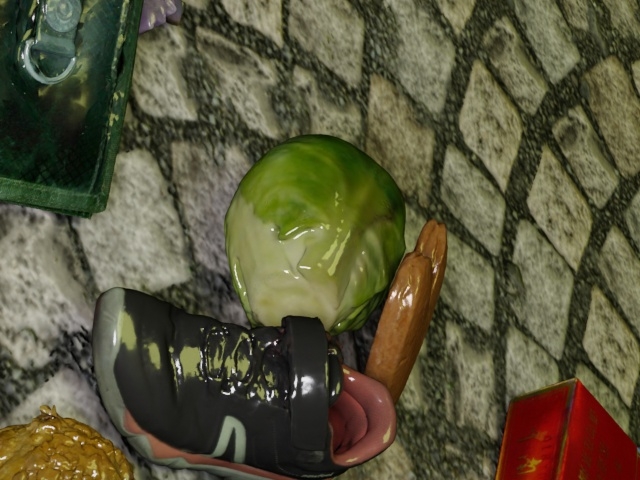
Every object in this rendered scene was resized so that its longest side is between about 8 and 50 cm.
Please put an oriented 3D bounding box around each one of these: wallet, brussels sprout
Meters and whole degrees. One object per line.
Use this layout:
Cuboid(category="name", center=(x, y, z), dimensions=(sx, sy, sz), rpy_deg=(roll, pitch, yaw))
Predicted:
Cuboid(category="wallet", center=(-0.199, -0.140, 1.317), dimensions=(0.160, 0.055, 0.236), rpy_deg=(10, 86, -47))
Cuboid(category="brussels sprout", center=(-0.005, -0.002, 1.498), dimensions=(0.180, 0.144, 0.161), rpy_deg=(-55, 154, -62))

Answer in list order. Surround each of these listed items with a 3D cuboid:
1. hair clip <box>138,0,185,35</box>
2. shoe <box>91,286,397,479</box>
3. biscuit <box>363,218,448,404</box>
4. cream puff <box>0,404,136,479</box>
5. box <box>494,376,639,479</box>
Cuboid(category="hair clip", center=(-0.189, -0.228, 1.431), dimensions=(0.292, 0.084, 0.106), rpy_deg=(22, 73, -52))
Cuboid(category="shoe", center=(-0.048, 0.115, 1.374), dimensions=(0.291, 0.137, 0.114), rpy_deg=(29, 50, -42))
Cuboid(category="biscuit", center=(0.078, 0.056, 1.561), dimensions=(0.036, 0.186, 0.192), rpy_deg=(18, 42, 6))
Cuboid(category="cream puff", center=(-0.173, 0.183, 1.197), dimensions=(0.126, 0.103, 0.144), rpy_deg=(44, 47, -33))
Cuboid(category="box", center=(0.287, 0.309, 1.771), dimensions=(0.313, 0.089, 0.197), rpy_deg=(48, 38, -28))
